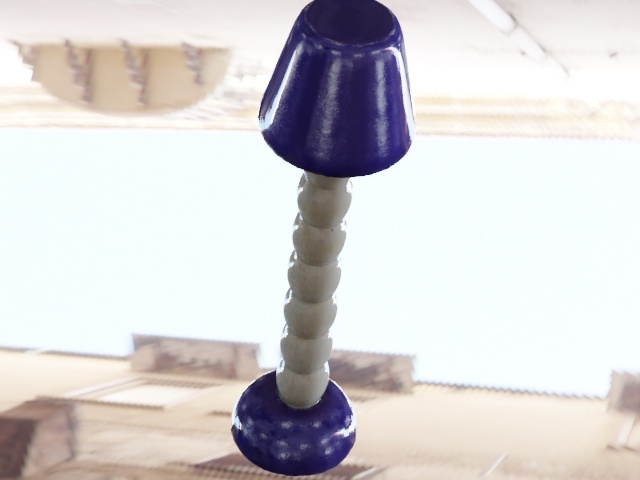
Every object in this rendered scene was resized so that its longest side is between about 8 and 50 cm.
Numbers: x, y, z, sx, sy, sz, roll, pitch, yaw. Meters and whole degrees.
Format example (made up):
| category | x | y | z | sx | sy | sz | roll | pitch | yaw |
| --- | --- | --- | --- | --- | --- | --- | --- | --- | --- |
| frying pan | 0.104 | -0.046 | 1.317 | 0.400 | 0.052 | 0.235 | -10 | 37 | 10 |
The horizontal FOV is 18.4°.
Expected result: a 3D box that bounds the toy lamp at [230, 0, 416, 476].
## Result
| category | x | y | z | sx | sy | sz | roll | pitch | yaw |
| --- | --- | --- | --- | --- | --- | --- | --- | --- | --- |
| toy lamp | 0.000 | 0.000 | 1.000 | 0.080 | 0.080 | 0.274 | 18 | -47 | 11 |
